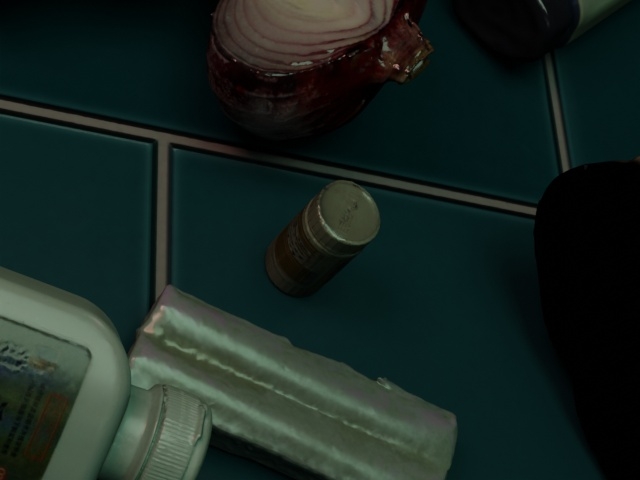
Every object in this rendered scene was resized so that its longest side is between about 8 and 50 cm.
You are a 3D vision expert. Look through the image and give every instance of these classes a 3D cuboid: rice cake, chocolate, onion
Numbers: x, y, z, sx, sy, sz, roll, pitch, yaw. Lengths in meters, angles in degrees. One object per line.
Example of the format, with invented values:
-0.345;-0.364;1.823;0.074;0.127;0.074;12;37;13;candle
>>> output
-0.017;0.105;0.770;0.226;0.040;0.085;26;55;-13;rice cake
0.316;0.075;0.859;0.210;0.225;0.340;-17;76;-42;chocolate
0.007;-0.131;0.871;0.151;0.098;0.206;33;51;20;onion

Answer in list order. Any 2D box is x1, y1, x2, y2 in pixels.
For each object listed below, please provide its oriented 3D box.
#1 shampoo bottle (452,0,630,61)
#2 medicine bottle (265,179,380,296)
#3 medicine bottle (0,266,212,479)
0.243;-0.270;1.092;0.134;0.078;0.359;45;52;13;shampoo bottle
0.000;0.000;0.809;0.047;0.083;0.047;12;59;-22;medicine bottle
-0.173;0.078;0.662;0.229;0.083;0.121;22;91;-17;medicine bottle
